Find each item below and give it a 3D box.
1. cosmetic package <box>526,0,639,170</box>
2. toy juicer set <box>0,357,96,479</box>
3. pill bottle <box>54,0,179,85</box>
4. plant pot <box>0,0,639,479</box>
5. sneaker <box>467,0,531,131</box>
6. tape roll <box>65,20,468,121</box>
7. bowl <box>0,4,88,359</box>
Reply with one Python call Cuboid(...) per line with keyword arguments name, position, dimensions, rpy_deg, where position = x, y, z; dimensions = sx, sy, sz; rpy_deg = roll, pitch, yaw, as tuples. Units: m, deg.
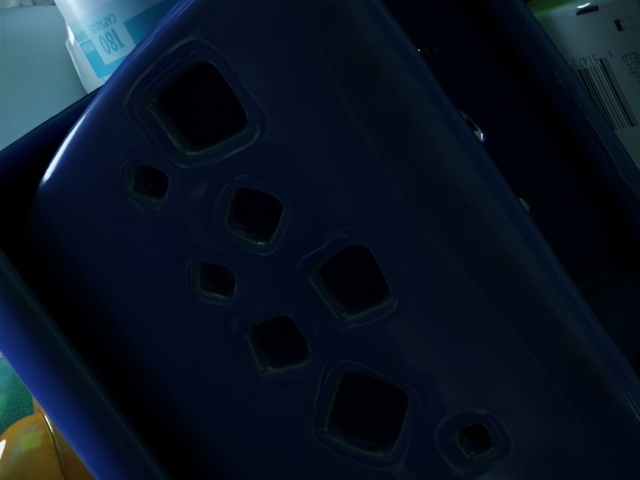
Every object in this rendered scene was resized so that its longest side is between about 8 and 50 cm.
Cuboid(name="cosmetic package", position=(0.267, -0.160, 0.972), dimensions=(0.309, 0.113, 0.160), rpy_deg=(-33, 13, -23))
Cuboid(name="toy juicer set", position=(-0.185, 0.145, 0.857), dimensions=(0.329, 0.089, 0.209), rpy_deg=(-37, 26, 33))
Cuboid(name="pill bottle", position=(-0.026, -0.066, 0.883), dimensions=(0.146, 0.264, 0.146), rpy_deg=(-28, 11, 6))
Cuboid(name="plant pot", position=(0.000, 0.000, 0.651), dimensions=(0.212, 0.236, 0.236), rpy_deg=(-32, 9, 21))
Cuboid(name="sneaker", position=(0.049, -0.113, 1.126), dimensions=(0.341, 0.139, 0.125), rpy_deg=(-32, 35, 16))
Cuboid(name="tape roll", position=(-0.028, -0.160, 1.027), dimensions=(0.286, 0.286, 0.100), rpy_deg=(-21, -1, 33))
Cuboid(name="bowl", position=(-0.194, -0.007, 1.144), dimensions=(0.298, 0.298, 0.134), rpy_deg=(-33, 47, -18))
